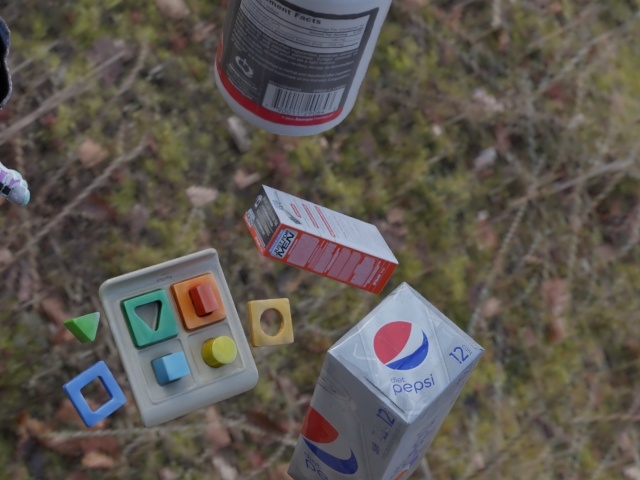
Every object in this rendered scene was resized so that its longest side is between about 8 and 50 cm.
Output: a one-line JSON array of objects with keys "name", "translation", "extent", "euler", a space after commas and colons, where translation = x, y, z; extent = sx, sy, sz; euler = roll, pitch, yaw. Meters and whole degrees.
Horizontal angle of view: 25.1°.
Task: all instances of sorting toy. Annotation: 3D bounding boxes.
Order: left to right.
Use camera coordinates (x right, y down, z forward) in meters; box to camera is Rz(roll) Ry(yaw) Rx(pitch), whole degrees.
[{"name": "sorting toy", "translation": [-0.172, 0.121, 1.846], "extent": [0.348, 0.047, 0.196], "euler": [-18, 91, -35]}]

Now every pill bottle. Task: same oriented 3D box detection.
[{"name": "pill bottle", "translation": [-0.008, -0.276, 1.581], "extent": [0.176, 0.318, 0.176], "euler": [7, 54, -10]}]

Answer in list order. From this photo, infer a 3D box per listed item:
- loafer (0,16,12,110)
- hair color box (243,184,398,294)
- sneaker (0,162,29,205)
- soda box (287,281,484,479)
[{"name": "loafer", "translation": [-0.292, -0.127, 1.147], "extent": [0.134, 0.130, 0.366], "euler": [58, 8, -22]}, {"name": "hair color box", "translation": [0.000, 0.000, 1.715], "extent": [0.167, 0.053, 0.093], "euler": [21, 22, -28]}, {"name": "sneaker", "translation": [-0.395, -0.070, 1.695], "extent": [0.098, 0.038, 0.069], "euler": [42, 37, 13]}, {"name": "soda box", "translation": [0.048, 0.154, 1.256], "extent": [0.091, 0.286, 0.098], "euler": [42, 64, 14]}]
